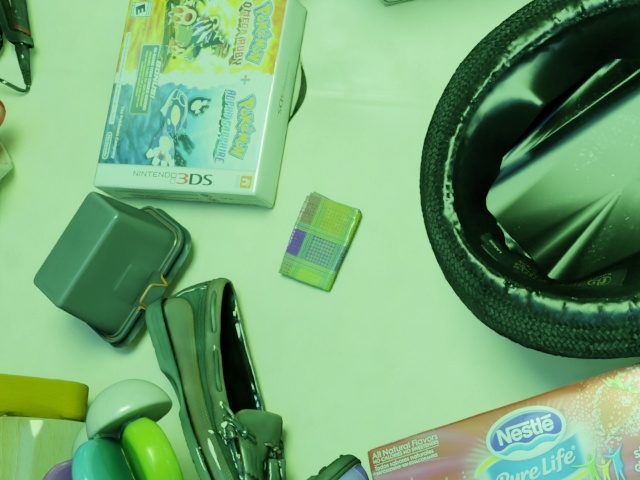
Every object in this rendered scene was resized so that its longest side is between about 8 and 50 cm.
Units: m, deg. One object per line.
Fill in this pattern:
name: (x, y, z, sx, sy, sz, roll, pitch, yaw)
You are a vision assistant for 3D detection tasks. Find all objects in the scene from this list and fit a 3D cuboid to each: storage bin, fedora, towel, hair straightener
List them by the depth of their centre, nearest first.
fedora: (0.250, -0.051, 0.975, 0.334, 0.152, 0.334, -7, 74, 23)
towel: (0.000, 0.000, 1.160, 0.060, 0.009, 0.083, 20, 86, 27)
storage bin: (-0.200, 0.025, 1.190, 0.098, 0.091, 0.135, 36, 95, 41)
hair straightener: (-0.359, -0.262, 1.383, 0.089, 0.047, 0.231, -21, 73, 19)

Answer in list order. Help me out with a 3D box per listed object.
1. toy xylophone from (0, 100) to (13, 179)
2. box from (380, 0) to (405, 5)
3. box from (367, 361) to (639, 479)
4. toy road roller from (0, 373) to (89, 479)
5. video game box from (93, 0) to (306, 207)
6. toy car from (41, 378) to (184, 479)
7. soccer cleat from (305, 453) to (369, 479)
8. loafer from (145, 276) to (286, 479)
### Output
toy xylophone: (-0.463, -0.115, 1.365, 0.236, 0.081, 0.322, -49, 62, 6)
box: (0.156, -0.299, 1.079, 0.289, 0.169, 0.087, -8, 76, 21)
box: (0.183, 0.186, 0.959, 0.256, 0.128, 0.123, -21, 69, 19)
toy road roller: (-0.378, 0.233, 1.197, 0.329, 0.240, 0.203, 7, 76, -12)
video game box: (-0.119, -0.139, 1.232, 0.187, 0.048, 0.205, 4, 78, 23)
toy car: (-0.174, 0.216, 1.045, 0.159, 0.136, 0.182, 63, 150, 18)
soccer cleat: (-0.018, 0.314, 1.004, 0.116, 0.108, 0.318, 34, 112, 22)
loafer: (-0.076, 0.151, 1.111, 0.084, 0.096, 0.268, -30, 64, 9)
